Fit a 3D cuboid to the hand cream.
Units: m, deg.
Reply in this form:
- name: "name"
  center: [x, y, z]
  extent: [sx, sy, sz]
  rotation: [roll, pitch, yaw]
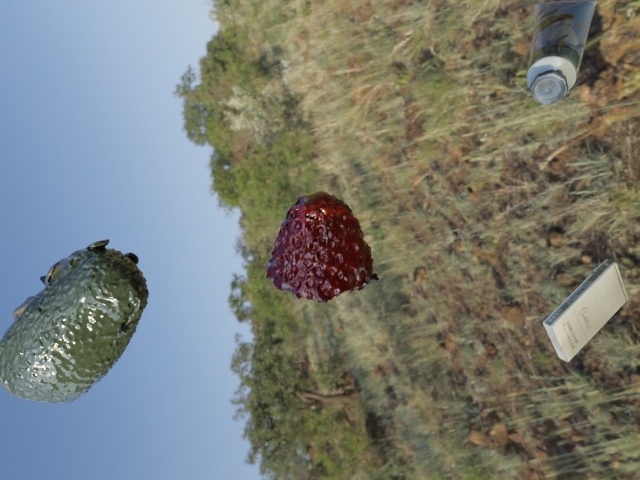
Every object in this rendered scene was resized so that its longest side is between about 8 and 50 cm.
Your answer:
- name: "hand cream"
  center: [0.327, -0.278, 0.722]
  extent: [0.271, 0.091, 0.058]
  rotation: [-61, -34, -38]

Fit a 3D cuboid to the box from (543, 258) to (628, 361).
- name: "box"
  center: [0.538, 0.141, 1.056]
  extent: [0.109, 0.198, 0.029]
  rotation: [56, 167, -26]

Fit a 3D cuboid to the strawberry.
- name: "strawberry"
  center: [0.000, 0.000, 1.041]
  extent: [0.234, 0.233, 0.178]
  rotation: [-104, 8, -56]

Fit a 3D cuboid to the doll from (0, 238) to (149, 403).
- name: "doll"
  center: [-0.494, 0.158, 1.058]
  extent: [0.247, 0.349, 0.247]
  rotation: [41, -166, -13]
